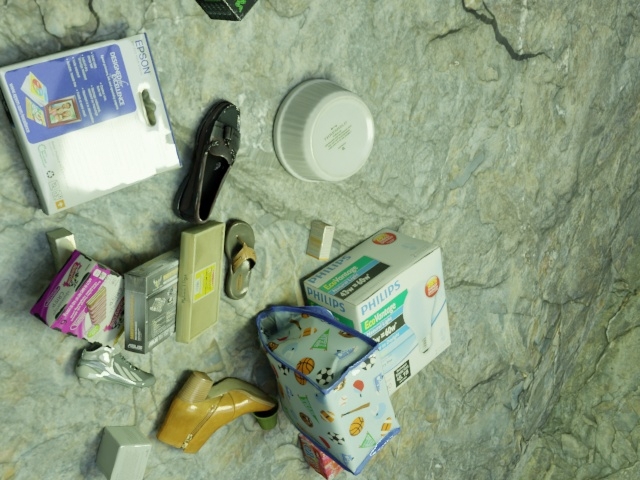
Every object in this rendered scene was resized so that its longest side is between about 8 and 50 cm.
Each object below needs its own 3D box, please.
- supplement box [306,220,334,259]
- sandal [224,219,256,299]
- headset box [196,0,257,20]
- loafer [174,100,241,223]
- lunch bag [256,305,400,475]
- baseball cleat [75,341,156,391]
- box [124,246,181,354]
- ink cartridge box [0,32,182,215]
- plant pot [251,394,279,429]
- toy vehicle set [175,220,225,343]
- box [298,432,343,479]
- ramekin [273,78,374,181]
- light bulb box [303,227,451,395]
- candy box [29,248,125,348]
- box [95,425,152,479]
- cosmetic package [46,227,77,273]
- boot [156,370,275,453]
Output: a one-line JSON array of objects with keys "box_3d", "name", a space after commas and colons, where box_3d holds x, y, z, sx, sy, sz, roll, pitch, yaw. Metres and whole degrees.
[{"box_3d": [0.000, 0.000, 1.858, 0.036, 0.062, 0.098, 1, 106, -39], "name": "supplement box"}, {"box_3d": [-0.203, 0.056, 1.712, 0.090, 0.060, 0.219, -5, 109, -38], "name": "sandal"}, {"box_3d": [-0.203, -0.641, 1.412, 0.246, 0.131, 0.283, -53, 131, -11], "name": "headset box"}, {"box_3d": [-0.245, -0.178, 1.568, 0.109, 0.095, 0.302, 20, 92, -42], "name": "loafer"}, {"box_3d": [-0.001, 0.365, 1.772, 0.239, 0.386, 0.327, -34, 124, -30], "name": "lunch bag"}, {"box_3d": [-0.468, 0.293, 1.573, 0.206, 0.072, 0.109, 19, 87, -46], "name": "baseball cleat"}, {"box_3d": [-0.364, 0.132, 1.533, 0.231, 0.056, 0.182, -40, 137, -67], "name": "box"}, {"box_3d": [-0.470, -0.245, 1.381, 0.307, 0.072, 0.303, -27, 120, -32], "name": "ink cartridge box"}, {"box_3d": [-0.155, 0.500, 1.909, 0.083, 0.083, 0.079, -29, 135, -28], "name": "plant pot"}, {"box_3d": [-0.288, 0.096, 1.606, 0.166, 0.035, 0.266, -31, 129, -71], "name": "toy vehicle set"}, {"box_3d": [0.074, 0.613, 2.100, 0.257, 0.123, 0.128, -29, 121, -29], "name": "box"}, {"box_3d": [0.021, -0.275, 1.732, 0.273, 0.127, 0.272, -15, 115, -35], "name": "ramekin"}, {"box_3d": [0.178, 0.216, 1.966, 0.358, 0.225, 0.360, -32, 124, -31], "name": "light bulb box"}, {"box_3d": [-0.486, 0.132, 1.438, 0.159, 0.071, 0.233, -57, 158, -8], "name": "candy box"}, {"box_3d": [-0.479, 0.519, 1.624, 0.087, 0.101, 0.101, 12, 98, -41], "name": "box"}, {"box_3d": [-0.544, 0.037, 1.425, 0.041, 0.060, 0.115, -21, 120, -34], "name": "cosmetic package"}, {"box_3d": [-0.279, 0.474, 1.786, 0.295, 0.104, 0.211, 26, 94, -37], "name": "boot"}]
